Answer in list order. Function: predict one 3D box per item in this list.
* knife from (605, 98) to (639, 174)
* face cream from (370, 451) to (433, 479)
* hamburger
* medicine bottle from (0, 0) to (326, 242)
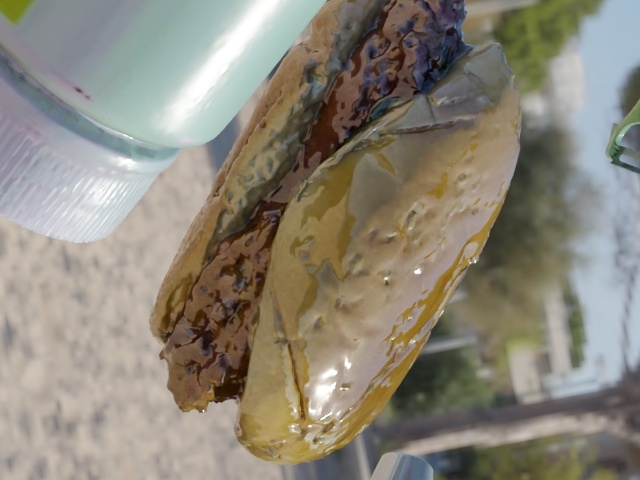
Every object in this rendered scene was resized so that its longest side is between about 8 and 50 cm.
[{"bbox_3d":[0.228,-0.117,1.141,0.078,0.022,0.166,29,-84,54],"label":"knife"},{"bbox_3d":[0.052,0.266,1.540,0.051,0.072,0.182,-32,-144,56],"label":"face cream"},{"bbox_3d":[0.000,0.000,1.105,0.155,0.245,0.282,33,-33,17],"label":"hamburger"},{"bbox_3d":[-0.070,-0.120,0.773,0.139,0.225,0.139,35,20,-15],"label":"medicine bottle"}]
